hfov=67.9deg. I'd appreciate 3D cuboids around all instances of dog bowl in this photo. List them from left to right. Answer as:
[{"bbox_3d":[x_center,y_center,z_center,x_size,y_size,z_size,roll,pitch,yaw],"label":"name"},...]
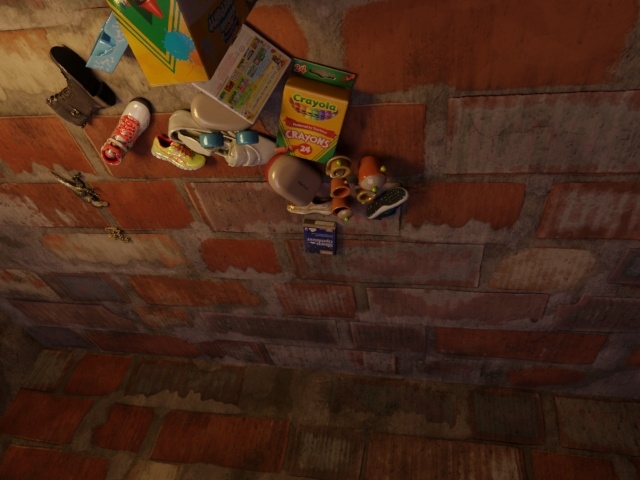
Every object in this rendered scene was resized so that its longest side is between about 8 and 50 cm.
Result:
[{"bbox_3d":[-0.586,-0.601,1.368,0.074,0.165,0.297,24,141,-33],"label":"dog bowl"}]

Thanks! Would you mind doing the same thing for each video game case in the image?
[{"bbox_3d":[-0.227,-0.493,1.388,0.206,0.226,0.026,31,-178,-21],"label":"video game case"}]

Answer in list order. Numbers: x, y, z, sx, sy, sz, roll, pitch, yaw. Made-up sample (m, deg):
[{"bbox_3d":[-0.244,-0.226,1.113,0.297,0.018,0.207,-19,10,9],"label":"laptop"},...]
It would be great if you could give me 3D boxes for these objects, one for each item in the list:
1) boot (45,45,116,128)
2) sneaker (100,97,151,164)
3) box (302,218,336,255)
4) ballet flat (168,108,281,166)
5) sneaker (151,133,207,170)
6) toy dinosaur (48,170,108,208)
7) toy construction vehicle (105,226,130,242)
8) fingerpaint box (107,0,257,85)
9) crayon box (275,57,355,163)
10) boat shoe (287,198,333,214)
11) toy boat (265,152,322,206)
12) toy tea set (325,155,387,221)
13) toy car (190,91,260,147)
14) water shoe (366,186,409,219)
[{"bbox_3d":[-0.851,-0.501,1.604,0.229,0.091,0.263,-14,137,27],"label":"boot"},{"bbox_3d":[-0.686,-0.372,1.674,0.090,0.144,0.270,33,136,-23],"label":"sneaker"},{"bbox_3d":[0.000,0.000,2.035,0.137,0.036,0.225,6,142,8],"label":"box"},{"bbox_3d":[-0.337,-0.327,1.651,0.401,0.139,0.139,19,140,-9],"label":"ballet flat"},{"bbox_3d":[-0.517,-0.326,1.738,0.209,0.081,0.094,17,139,-5],"label":"sneaker"},{"bbox_3d":[-1.019,-0.221,2.013,0.268,0.064,0.118,40,140,-25],"label":"toy dinosaur"},{"bbox_3d":[-0.960,-0.029,2.254,0.098,0.035,0.086,10,152,7],"label":"toy construction vehicle"},{"bbox_3d":[-0.304,-0.622,1.037,0.163,0.444,0.371,1,140,16],"label":"fingerpaint box"},{"bbox_3d":[-0.025,-0.401,1.520,0.202,0.081,0.318,14,141,-2],"label":"crayon box"},{"bbox_3d":[-0.037,-0.144,1.856,0.190,0.068,0.072,0,128,0],"label":"boat shoe"},{"bbox_3d":[-0.113,-0.231,1.715,0.151,0.151,0.231,35,-178,40],"label":"toy boat"},{"bbox_3d":[0.123,-0.166,1.683,0.200,0.124,0.336,-7,152,-3],"label":"toy tea set"},{"bbox_3d":[-0.309,-0.416,1.524,0.211,0.238,0.219,-8,104,-15],"label":"toy car"},{"bbox_3d":[0.263,-0.138,1.789,0.080,0.072,0.203,15,151,-39],"label":"water shoe"}]
